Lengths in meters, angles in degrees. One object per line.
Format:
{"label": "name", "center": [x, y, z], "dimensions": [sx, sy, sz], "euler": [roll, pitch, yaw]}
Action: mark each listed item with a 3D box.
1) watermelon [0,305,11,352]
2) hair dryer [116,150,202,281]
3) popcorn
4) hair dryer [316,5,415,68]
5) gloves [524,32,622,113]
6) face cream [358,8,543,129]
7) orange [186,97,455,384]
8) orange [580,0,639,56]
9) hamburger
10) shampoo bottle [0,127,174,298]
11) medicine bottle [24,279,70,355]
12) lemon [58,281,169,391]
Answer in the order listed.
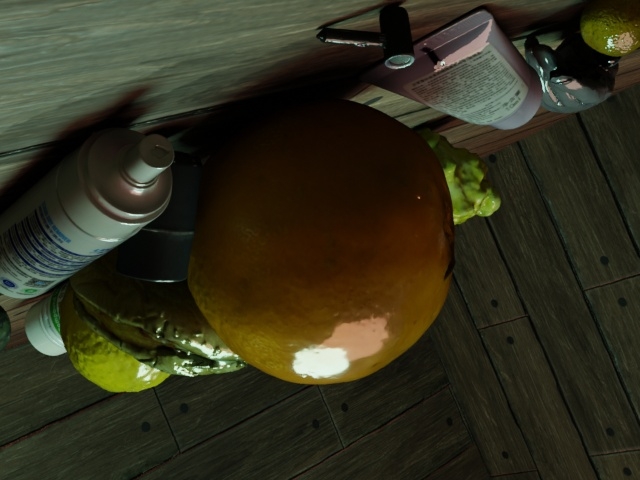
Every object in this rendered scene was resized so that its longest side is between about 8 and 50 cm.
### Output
{"label": "watermelon", "center": [-0.543, 0.143, 1.396], "dimensions": [0.133, 0.105, 0.105], "euler": [-24, 179, -44]}
{"label": "hair dryer", "center": [-0.189, -0.039, 0.939], "dimensions": [0.071, 0.124, 0.219], "euler": [5, -173, -29]}
{"label": "popcorn", "center": [0.203, -0.096, 1.755], "dimensions": [0.250, 0.235, 0.241], "euler": [3, -175, -40]}
{"label": "hair dryer", "center": [0.036, -0.168, 0.749], "dimensions": [0.083, 0.047, 0.026], "euler": [-2, 163, -19]}
{"label": "gloves", "center": [0.347, -0.234, 1.229], "dimensions": [0.142, 0.119, 0.285], "euler": [-26, 177, 29]}
{"label": "face cream", "center": [0.169, -0.191, 1.047], "dimensions": [0.154, 0.096, 0.273], "euler": [-21, 166, 28]}
{"label": "orange", "center": [0.000, 0.000, 0.988], "dimensions": [0.312, 0.312, 0.312], "euler": [-23, 178, -1]}
{"label": "orange", "center": [0.359, -0.265, 1.089], "dimensions": [0.095, 0.085, 0.085], "euler": [-30, 180, -14]}
{"label": "hamburger", "center": [-0.199, 0.062, 1.133], "dimensions": [0.211, 0.308, 0.133], "euler": [-28, 143, -60]}
{"label": "shampoo bottle", "center": [-0.219, -0.027, 0.824], "dimensions": [0.092, 0.092, 0.303], "euler": [-21, 176, -42]}
{"label": "medicine bottle", "center": [-0.455, 0.136, 1.758], "dimensions": [0.236, 0.139, 0.139], "euler": [-23, 178, 36]}
{"label": "lemon", "center": [-0.281, 0.117, 1.339], "dimensions": [0.204, 0.204, 0.260], "euler": [-22, -160, -12]}
